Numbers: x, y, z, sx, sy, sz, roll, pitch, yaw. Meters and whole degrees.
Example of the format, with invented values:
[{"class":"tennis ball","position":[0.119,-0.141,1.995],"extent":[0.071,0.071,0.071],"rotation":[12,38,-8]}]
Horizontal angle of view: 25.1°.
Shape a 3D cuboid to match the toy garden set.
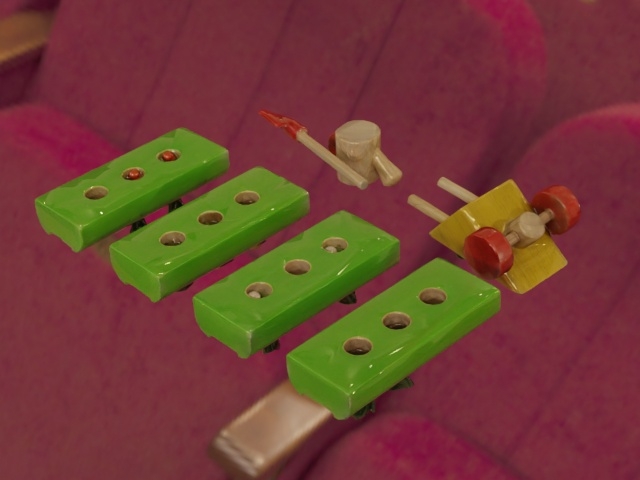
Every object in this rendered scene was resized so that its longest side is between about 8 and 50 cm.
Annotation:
[{"class":"toy garden set","position":[0.000,0.000,0.791],"extent":[0.204,0.049,0.244],"rotation":[-31,43,-34]}]
